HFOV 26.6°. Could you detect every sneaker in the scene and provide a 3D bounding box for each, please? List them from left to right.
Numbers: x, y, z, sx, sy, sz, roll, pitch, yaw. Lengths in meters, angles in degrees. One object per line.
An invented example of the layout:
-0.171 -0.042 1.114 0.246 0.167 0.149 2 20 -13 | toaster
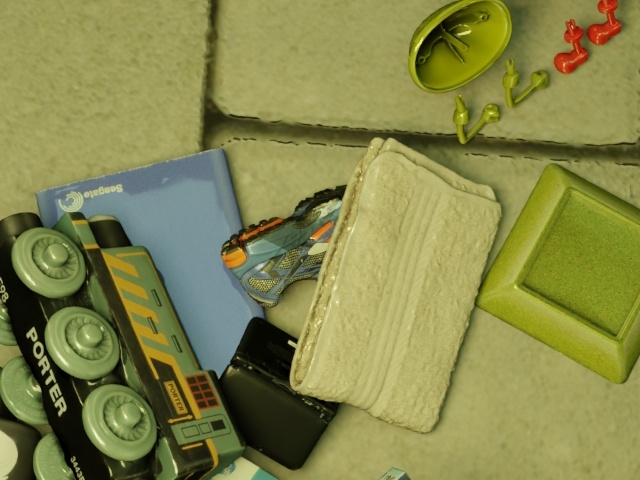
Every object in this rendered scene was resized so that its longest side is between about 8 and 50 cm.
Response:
0.000 0.000 1.457 0.221 0.083 0.087 -25 106 -18 | sneaker

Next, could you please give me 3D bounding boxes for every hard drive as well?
-0.169 0.077 1.455 0.210 0.040 0.318 -14 79 -4 | hard drive

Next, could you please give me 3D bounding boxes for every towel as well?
0.086 0.049 1.422 0.187 0.049 0.282 23 78 -30 | towel

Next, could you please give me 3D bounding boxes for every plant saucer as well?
0.293 0.031 1.476 0.188 0.045 0.188 29 79 4 | plant saucer

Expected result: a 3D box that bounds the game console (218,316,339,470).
-0.047 0.158 1.415 0.122 0.071 0.107 31 38 -7 | game console

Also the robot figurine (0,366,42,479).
-0.373 0.259 1.347 0.209 0.173 0.278 -3 73 41 | robot figurine

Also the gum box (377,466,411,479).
0.045 0.318 1.187 0.184 0.041 0.157 -39 98 -13 | gum box

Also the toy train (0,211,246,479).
-0.209 0.117 1.332 0.190 0.142 0.334 -5 60 -47 | toy train

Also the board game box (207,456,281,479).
-0.093 0.394 1.297 0.254 0.079 0.336 21 74 45 | board game box

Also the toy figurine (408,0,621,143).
0.212 -0.312 1.527 0.362 0.191 0.217 -38 51 -2 | toy figurine
